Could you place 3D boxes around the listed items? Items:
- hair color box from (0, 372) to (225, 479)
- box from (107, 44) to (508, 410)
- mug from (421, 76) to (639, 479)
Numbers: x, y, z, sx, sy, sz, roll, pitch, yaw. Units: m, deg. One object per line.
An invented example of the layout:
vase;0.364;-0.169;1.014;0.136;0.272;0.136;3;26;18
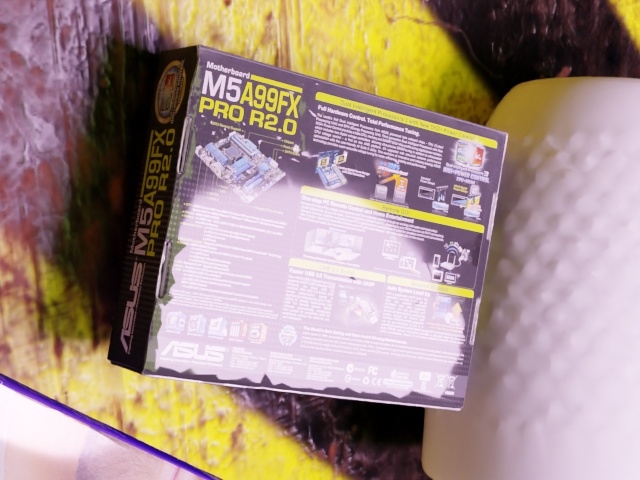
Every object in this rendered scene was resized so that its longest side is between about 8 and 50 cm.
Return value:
hair color box;-0.173;0.208;0.764;0.339;0.110;0.185;37;74;-43
box;0.000;0.000;0.831;0.270;0.060;0.216;10;87;-33
mug;0.245;0.039;1.023;0.374;0.276;0.328;2;92;-73
